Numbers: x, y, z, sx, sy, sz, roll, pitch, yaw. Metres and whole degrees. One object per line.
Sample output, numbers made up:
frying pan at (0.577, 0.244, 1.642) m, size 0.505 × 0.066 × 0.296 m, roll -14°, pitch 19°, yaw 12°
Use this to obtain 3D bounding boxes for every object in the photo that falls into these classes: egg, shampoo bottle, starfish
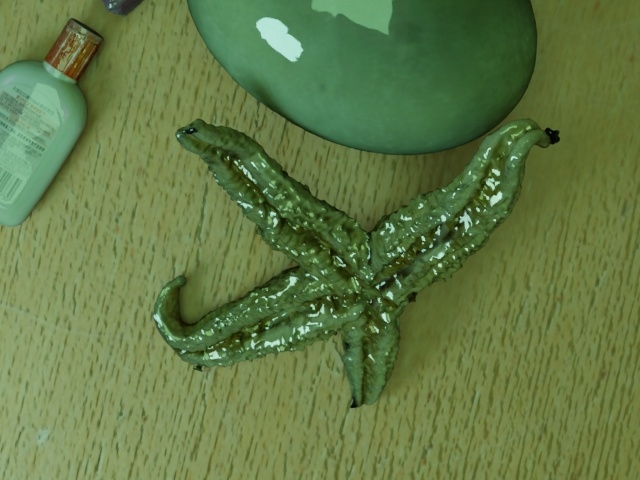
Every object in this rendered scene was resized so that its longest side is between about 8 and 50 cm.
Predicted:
egg at (0.037, -0.222, 1.312) m, size 0.352 × 0.258 × 0.258 m, roll 33°, pitch 96°, yaw -8°
shampoo bottle at (-0.300, -0.128, 1.434) m, size 0.108 × 0.051 × 0.221 m, roll 34°, pitch 96°, yaw -1°
starfish at (0.000, 0.000, 1.341) m, size 0.324 × 0.082 × 0.432 m, roll 20°, pitch 136°, yaw -4°

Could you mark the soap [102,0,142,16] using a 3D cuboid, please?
soap at (-0.221, -0.381, 1.389) m, size 0.181 × 0.081 × 0.259 m, roll -39°, pitch 93°, yaw 5°
